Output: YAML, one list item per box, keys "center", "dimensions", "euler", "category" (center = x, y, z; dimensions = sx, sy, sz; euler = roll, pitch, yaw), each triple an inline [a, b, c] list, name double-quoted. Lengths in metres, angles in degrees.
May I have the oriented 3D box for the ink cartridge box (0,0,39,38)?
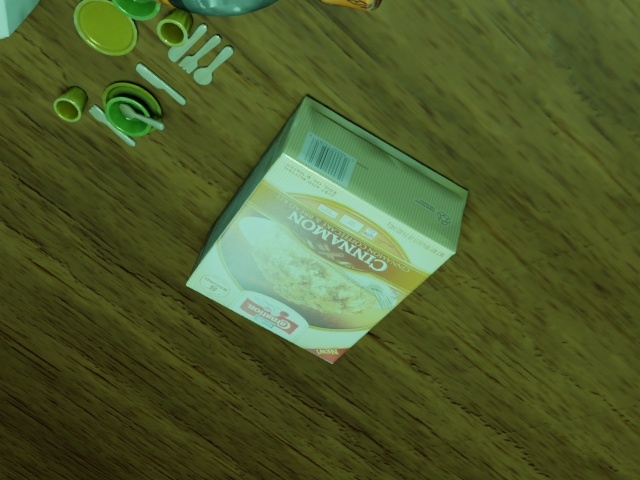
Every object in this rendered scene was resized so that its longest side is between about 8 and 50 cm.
- center: [-0.241, -0.211, 0.625]
  dimensions: [0.099, 0.056, 0.135]
  euler: [17, 138, 4]
  category: "ink cartridge box"

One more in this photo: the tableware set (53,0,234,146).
- center: [-0.142, -0.126, 0.702]
  dimensions: [0.104, 0.024, 0.154]
  euler: [40, 135, -20]
  category: "tableware set"

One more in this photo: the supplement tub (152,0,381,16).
- center: [-0.114, -0.228, 0.446]
  dimensions: [0.338, 0.207, 0.207]
  euler: [16, 138, 3]
  category: "supplement tub"

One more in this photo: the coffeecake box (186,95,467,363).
- center: [0.000, 0.000, 0.746]
  dimensions: [0.142, 0.068, 0.185]
  euler: [29, 138, -11]
  category: "coffeecake box"
